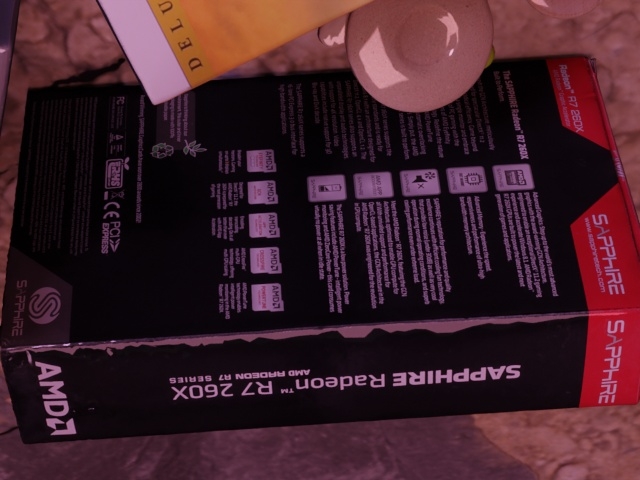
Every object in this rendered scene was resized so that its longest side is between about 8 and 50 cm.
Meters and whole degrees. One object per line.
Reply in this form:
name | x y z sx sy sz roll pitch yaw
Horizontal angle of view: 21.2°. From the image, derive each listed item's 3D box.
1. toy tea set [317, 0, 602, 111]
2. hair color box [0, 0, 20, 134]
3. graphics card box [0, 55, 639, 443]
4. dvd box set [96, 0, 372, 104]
toy tea set | 0.018 -0.191 0.965 0.336 0.124 0.200 25 98 -22
hair color box | -0.303 -0.024 1.075 0.185 0.113 0.374 9 133 -11
graphics card box | 0.000 0.000 1.040 0.371 0.232 0.094 -3 135 -2
dvd box set | 0.043 -0.280 0.791 0.420 0.062 0.307 -25 125 -1
